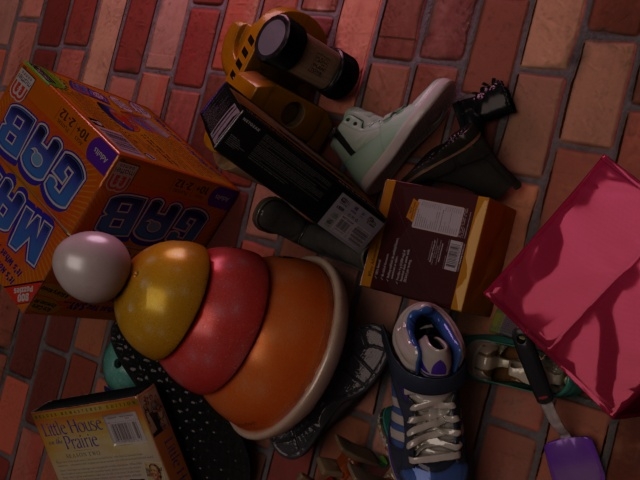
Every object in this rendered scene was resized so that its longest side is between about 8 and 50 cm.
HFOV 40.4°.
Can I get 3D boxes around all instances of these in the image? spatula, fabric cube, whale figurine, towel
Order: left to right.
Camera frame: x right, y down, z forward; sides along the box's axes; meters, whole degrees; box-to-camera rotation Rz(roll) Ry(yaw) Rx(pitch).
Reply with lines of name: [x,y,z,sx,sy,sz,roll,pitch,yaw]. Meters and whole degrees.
whale figurine: [-0.327,0.240,1.766,0.272,0.141,0.216,-18,73,28]
towel: [0.327,0.136,1.438,0.083,0.009,0.060,13,64,32]
spatula: [0.356,0.263,1.336,0.084,0.030,0.296,-17,105,28]
fabric cube: [0.443,0.071,1.245,0.259,0.254,0.258,47,109,28]

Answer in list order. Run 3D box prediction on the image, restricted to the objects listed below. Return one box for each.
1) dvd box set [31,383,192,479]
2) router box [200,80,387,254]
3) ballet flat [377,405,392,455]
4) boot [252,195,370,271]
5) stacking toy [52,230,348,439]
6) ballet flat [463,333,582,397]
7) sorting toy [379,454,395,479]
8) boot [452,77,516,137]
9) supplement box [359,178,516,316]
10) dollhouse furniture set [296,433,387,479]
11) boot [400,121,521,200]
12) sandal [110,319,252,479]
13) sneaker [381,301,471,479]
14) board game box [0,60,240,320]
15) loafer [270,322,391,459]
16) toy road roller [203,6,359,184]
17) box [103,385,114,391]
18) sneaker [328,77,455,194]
dvd box set: [-0.373,0.495,1.695,0.308,0.062,0.420,-15,99,32]
router box: [-0.052,-0.128,1.477,0.081,0.309,0.243,-51,24,8]
ballet flat: [0.170,0.389,1.469,0.241,0.091,0.077,48,137,33]
boot: [0.000,-0.002,1.581,0.208,0.190,0.076,31,97,38]
stacking toy: [-0.222,0.110,1.478,0.350,0.480,0.350,-39,36,36]
ballet flat: [0.305,0.199,1.407,0.247,0.087,0.083,8,86,33]
sorting toy: [0.125,0.418,1.528,0.083,0.012,0.062,40,104,30]
boot: [0.291,-0.213,1.513,0.099,0.045,0.121,-23,72,21]
supplement box: [0.200,0.013,1.479,0.194,0.129,0.191,14,90,33]
dollhouse furniture set: [0.033,0.516,1.489,0.262,0.135,0.259,-54,29,13]
boot: [0.238,-0.103,1.513,0.137,0.077,0.198,46,147,-8]
sandal: [-0.249,0.319,1.688,0.168,0.107,0.445,-22,96,15]
sneaker: [0.168,0.256,1.359,0.130,0.236,0.322,-4,59,1]
board game box: [-0.466,-0.085,1.778,0.356,0.356,0.356,41,104,30]
loafer: [0.026,0.267,1.574,0.109,0.095,0.302,43,102,20]
toy road roller: [-0.104,-0.290,1.690,0.240,0.202,0.329,37,102,46]
box: [-0.395,0.412,1.774,0.136,0.036,0.225,21,127,33]
sneaker: [0.120,-0.225,1.585,0.256,0.094,0.151,-49,67,19]
